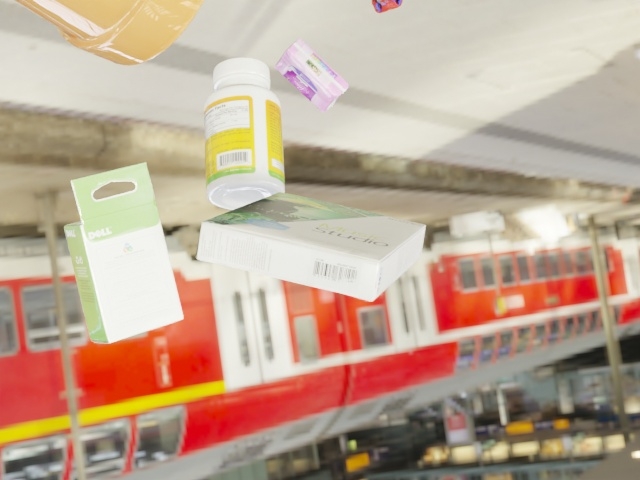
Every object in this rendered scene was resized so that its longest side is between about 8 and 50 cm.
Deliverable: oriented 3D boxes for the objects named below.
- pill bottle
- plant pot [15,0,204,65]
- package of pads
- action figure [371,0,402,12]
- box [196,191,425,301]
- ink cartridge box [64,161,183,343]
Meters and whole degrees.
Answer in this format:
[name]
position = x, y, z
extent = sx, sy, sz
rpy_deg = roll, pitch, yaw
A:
[pill bottle]
position = -0.135, -0.188, 1.984
extent = 0.136, 0.245, 0.136
rpy_deg = -3, 161, -1
[plant pot]
position = -0.260, -0.356, 1.221
extent = 0.203, 0.290, 0.291
rpy_deg = 13, 162, -41
[package of pads]
position = -0.010, -0.193, 1.330
extent = 0.032, 0.083, 0.050
rpy_deg = -49, -177, -29
[action figure]
position = 0.076, -0.275, 1.275
extent = 0.038, 0.030, 0.115
rpy_deg = -21, -179, 1
[box]
position = 0.000, 0.000, 1.518
extent = 0.232, 0.058, 0.322
rpy_deg = 13, -169, 13
[ink cartridge box]
position = -0.255, 0.015, 1.438
extent = 0.109, 0.209, 0.062
rpy_deg = -17, -171, -32
